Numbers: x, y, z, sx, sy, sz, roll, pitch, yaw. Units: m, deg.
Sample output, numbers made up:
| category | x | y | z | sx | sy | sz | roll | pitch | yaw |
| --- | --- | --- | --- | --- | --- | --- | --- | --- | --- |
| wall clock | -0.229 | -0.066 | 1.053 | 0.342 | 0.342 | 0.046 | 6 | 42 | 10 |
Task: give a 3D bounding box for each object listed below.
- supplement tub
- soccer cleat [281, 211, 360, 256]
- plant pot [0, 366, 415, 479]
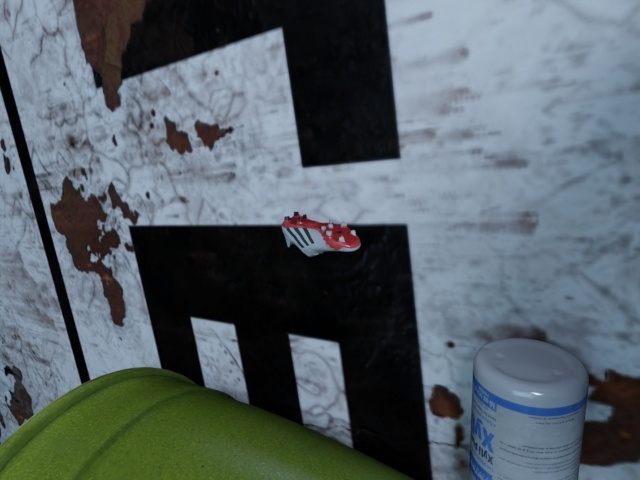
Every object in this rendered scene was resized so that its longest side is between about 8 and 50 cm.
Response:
| category | x | y | z | sx | sy | sz | roll | pitch | yaw |
| --- | --- | --- | --- | --- | --- | --- | --- | --- | --- |
| supplement tub | 0.138 | 0.128 | 0.317 | 0.071 | 0.071 | 0.107 | 8 | 108 | 34 |
| soccer cleat | 0.000 | 0.000 | 0.405 | 0.083 | 0.029 | 0.036 | 17 | 123 | 35 |
| plant pot | -0.036 | 0.307 | 0.354 | 0.352 | 0.366 | 0.367 | 1 | 106 | 24 |
